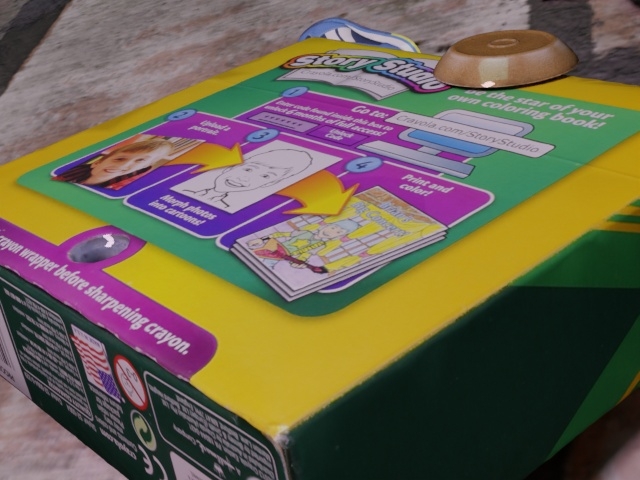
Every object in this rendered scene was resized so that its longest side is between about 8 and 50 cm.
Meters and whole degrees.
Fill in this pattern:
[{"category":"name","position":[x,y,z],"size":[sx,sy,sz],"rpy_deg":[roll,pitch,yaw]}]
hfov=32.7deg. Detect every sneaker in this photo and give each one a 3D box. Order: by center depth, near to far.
[{"category":"sneaker","position":[0.020,-0.139,0.872],"size":[0.059,0.053,0.144],"rpy_deg":[-43,36,-20]}]

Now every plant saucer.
[{"category":"plant saucer","position":[0.106,-0.107,0.626],"size":[0.083,0.015,0.083],"rpy_deg":[-6,23,3]}]

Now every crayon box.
[{"category":"crayon box","position":[0.000,0.000,0.591],"size":[0.313,0.106,0.363],"rpy_deg":[-28,30,-30]}]
